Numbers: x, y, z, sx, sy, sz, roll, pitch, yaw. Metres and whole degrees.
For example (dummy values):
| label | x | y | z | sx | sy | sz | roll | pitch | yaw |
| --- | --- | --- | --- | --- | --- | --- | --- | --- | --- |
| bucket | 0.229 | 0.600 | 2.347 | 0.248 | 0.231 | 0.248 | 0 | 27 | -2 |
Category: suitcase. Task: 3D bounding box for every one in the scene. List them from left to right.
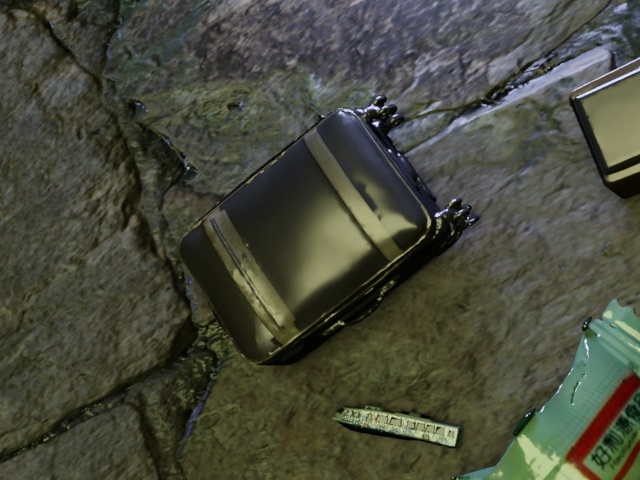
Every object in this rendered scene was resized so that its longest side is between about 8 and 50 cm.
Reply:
| label | x | y | z | sx | sy | sz | roll | pitch | yaw |
| --- | --- | --- | --- | --- | --- | --- | --- | --- | --- |
| suitcase | 0.000 | 0.000 | 1.695 | 0.434 | 0.194 | 0.283 | -38 | 72 | 13 |

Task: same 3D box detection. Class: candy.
| label | x | y | z | sx | sy | sz | roll | pitch | yaw |
| --- | --- | --- | --- | --- | --- | --- | --- | --- | --- |
| candy | 0.401 | 0.294 | 1.549 | 0.263 | 0.172 | 0.398 | 42 | 78 | 9 |

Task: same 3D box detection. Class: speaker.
| label | x | y | z | sx | sy | sz | roll | pitch | yaw |
| --- | --- | --- | --- | --- | --- | --- | --- | --- | --- |
| speaker | 0.496 | -0.177 | 1.538 | 0.231 | 0.192 | 0.153 | -24 | 77 | 20 |

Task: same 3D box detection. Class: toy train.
| label | x | y | z | sx | sy | sz | roll | pitch | yaw |
| --- | --- | --- | --- | --- | --- | --- | --- | --- | --- |
| toy train | 0.118 | 0.288 | 1.693 | 0.207 | 0.043 | 0.047 | 8 | 84 | 21 |
